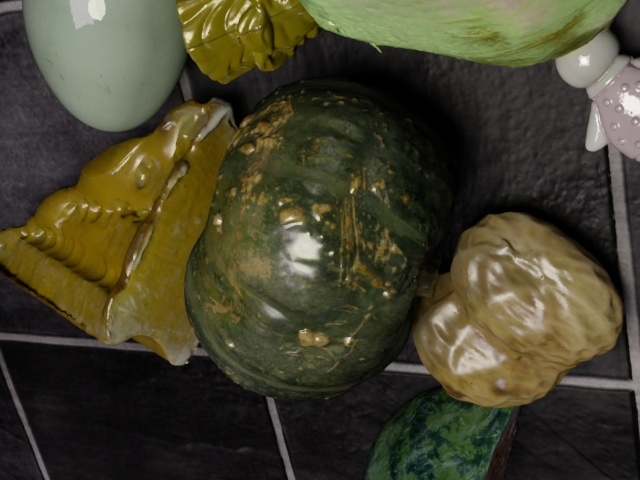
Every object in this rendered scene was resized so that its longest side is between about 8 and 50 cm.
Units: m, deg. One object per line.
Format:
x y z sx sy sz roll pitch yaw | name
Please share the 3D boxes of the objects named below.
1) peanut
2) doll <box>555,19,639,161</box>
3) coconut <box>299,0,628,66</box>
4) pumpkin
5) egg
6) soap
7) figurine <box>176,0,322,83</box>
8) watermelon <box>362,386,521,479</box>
0.203 0.084 1.120 0.196 0.110 0.233 38 129 1 | peanut
0.281 -0.142 0.967 0.207 0.081 0.129 45 121 2 | doll
0.135 -0.266 0.740 0.328 0.328 0.281 -1 97 30 | coconut
0.000 0.000 1.074 0.257 0.291 0.328 22 137 7 | pumpkin
-0.229 -0.238 1.136 0.182 0.183 0.264 21 132 18 | egg
-0.245 -0.046 1.298 0.338 0.169 0.304 22 85 46 | soap
0.040 -0.260 0.994 0.315 0.187 0.168 -5 110 22 | figurine
0.138 0.319 1.253 0.176 0.260 0.256 40 147 -14 | watermelon
